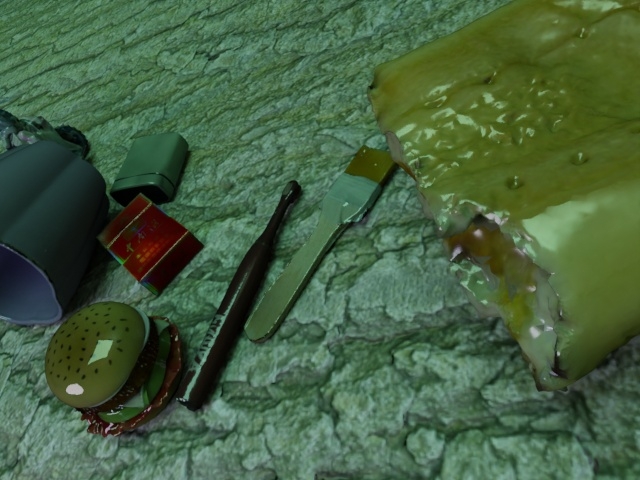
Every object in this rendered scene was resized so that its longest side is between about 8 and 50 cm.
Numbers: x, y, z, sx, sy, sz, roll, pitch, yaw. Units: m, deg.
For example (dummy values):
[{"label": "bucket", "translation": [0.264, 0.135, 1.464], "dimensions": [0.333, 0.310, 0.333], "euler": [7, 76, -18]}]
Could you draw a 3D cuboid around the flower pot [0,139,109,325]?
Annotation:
[{"label": "flower pot", "translation": [-0.487, -0.027, 0.883], "dimensions": [0.265, 0.265, 0.243], "euler": [-3, 43, 26]}]

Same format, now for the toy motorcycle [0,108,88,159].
[{"label": "toy motorcycle", "translation": [-0.585, -0.175, 1.059], "dimensions": [0.108, 0.204, 0.239], "euler": [-39, 41, 19]}]

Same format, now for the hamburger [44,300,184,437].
[{"label": "hamburger", "translation": [-0.272, 0.155, 0.691], "dimensions": [0.175, 0.137, 0.175], "euler": [-13, 49, 16]}]

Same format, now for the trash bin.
[{"label": "trash bin", "translation": [-0.313, -0.131, 0.977], "dimensions": [0.116, 0.059, 0.129], "euler": [-6, 53, 21]}]

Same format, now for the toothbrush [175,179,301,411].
[{"label": "toothbrush", "translation": [-0.105, 0.059, 0.741], "dimensions": [0.041, 0.041, 0.363], "euler": [6, 59, 31]}]

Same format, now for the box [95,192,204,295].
[{"label": "box", "translation": [-0.284, 0.000, 0.870], "dimensions": [0.175, 0.048, 0.112], "euler": [30, 74, 40]}]

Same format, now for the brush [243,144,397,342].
[{"label": "brush", "translation": [0.000, 0.000, 0.743], "dimensions": [0.085, 0.020, 0.336], "euler": [24, 70, 37]}]

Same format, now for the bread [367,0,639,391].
[{"label": "bread", "translation": [0.283, -0.075, 0.507], "dimensions": [0.394, 0.250, 0.361], "euler": [-25, 51, 4]}]
